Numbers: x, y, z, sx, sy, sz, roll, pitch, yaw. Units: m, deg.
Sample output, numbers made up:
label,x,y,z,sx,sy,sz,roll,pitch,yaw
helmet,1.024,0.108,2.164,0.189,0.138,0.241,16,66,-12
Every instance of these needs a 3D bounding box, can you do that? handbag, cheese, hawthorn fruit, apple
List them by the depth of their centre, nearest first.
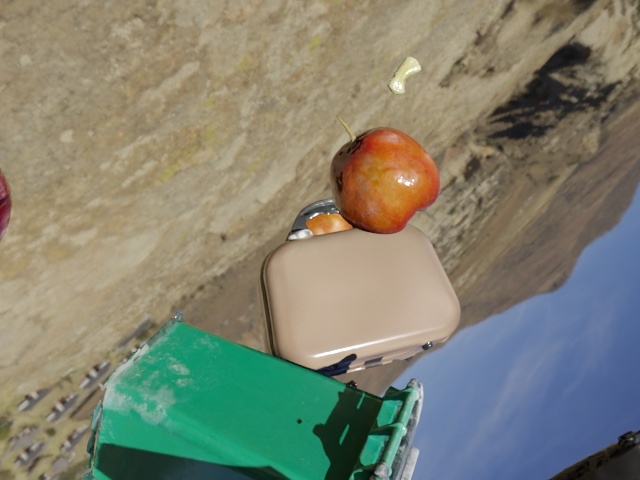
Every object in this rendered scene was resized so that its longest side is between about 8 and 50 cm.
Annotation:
label,x,y,z,sx,sy,sz,roll,pitch,yaw
hawthorn fruit,0.070,-0.076,0.736,0.125,0.140,0.125,-23,174,-3
handbag,0.483,0.436,0.971,0.080,0.247,0.223,-7,146,-48
handbag,0.043,0.065,1.018,0.302,0.283,0.149,-11,163,-16
cheese,0.178,-0.347,1.352,0.083,0.044,0.030,-57,177,1
apple,0.000,0.000,1.494,0.163,0.139,0.163,-55,163,-26

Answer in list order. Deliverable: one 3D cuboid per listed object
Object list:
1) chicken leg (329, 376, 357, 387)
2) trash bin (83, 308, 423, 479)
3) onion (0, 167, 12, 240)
label,x,y,z,sx,sy,sz,roll,pitch,yaw
chicken leg,-0.056,0.255,1.067,0.234,0.063,0.105,-3,-174,15
trash bin,-0.082,0.270,0.821,0.259,0.381,0.295,-50,162,-59
onion,-0.600,-0.040,0.920,0.273,0.273,0.285,-48,-154,18
